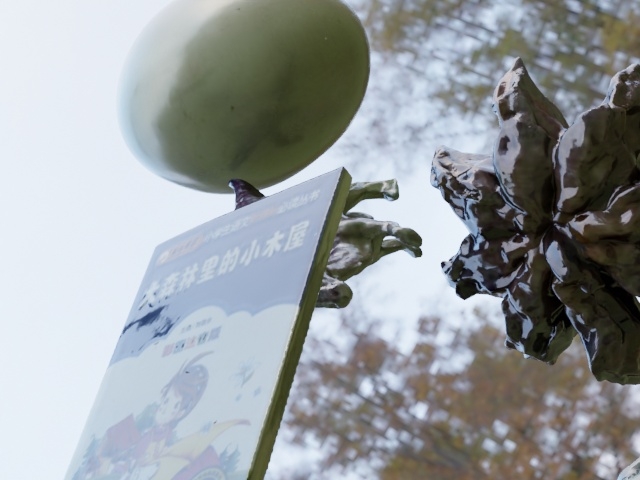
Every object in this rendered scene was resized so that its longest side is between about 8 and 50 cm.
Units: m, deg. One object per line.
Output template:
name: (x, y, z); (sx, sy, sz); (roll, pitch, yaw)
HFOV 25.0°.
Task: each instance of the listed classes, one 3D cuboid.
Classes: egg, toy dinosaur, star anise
egg: (-0.078, -0.161, 1.469); (0.269, 0.219, 0.219); (-18, -33, 10)
toy dinosaur: (0.000, -0.007, 1.292); (0.162, 0.294, 0.077); (-8, -78, -15)
star anise: (0.182, -0.004, 1.017); (0.223, 0.236, 0.109); (-49, -4, 27)

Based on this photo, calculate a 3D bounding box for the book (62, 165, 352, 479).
book: (-0.097, 0.100, 1.062); (0.018, 0.228, 0.322); (41, -133, -31)

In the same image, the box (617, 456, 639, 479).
box: (0.247, 0.182, 0.648); (0.163, 0.243, 0.135); (-26, -69, -20)
